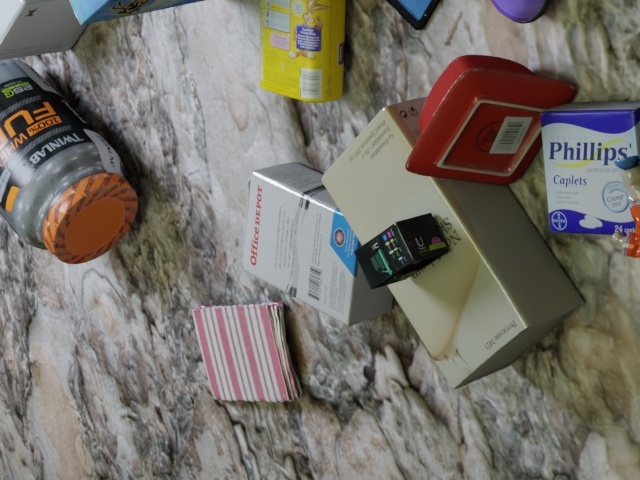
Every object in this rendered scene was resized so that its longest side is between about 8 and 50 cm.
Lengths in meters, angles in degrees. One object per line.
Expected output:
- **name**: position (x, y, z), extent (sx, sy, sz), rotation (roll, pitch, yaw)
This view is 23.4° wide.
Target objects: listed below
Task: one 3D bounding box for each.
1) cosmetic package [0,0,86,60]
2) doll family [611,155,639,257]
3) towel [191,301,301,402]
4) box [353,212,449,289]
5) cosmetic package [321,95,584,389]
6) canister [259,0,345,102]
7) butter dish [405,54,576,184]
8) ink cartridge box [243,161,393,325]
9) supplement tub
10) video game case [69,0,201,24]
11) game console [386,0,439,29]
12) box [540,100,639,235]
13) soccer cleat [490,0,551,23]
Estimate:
- **cosmetic package**: position (-0.443, -0.387, 2.292), extent (0.151, 0.151, 0.184), rotation (-43, 70, 45)
- **doll family**: position (0.428, -0.028, 1.544), extent (0.263, 0.118, 0.163), rotation (-16, 84, 30)
- **towel**: position (-0.106, 0.159, 2.208), extent (0.197, 0.029, 0.144), rotation (-5, 99, 49)
- **box**: position (0.092, 0.012, 1.759), extent (0.083, 0.062, 0.052), rotation (-37, 74, 45)
- **cosmetic package**: position (0.151, -0.002, 1.822), extent (0.309, 0.113, 0.160), rotation (58, 135, 17)
- **canister**: position (-0.023, -0.269, 1.948), extent (0.126, 0.073, 0.170), rotation (21, 118, 40)
- **butter dish**: position (0.177, -0.153, 1.741), extent (0.160, 0.159, 0.118), rotation (-60, 36, 36)
- **ink cartridge box**: position (0.000, 0.000, 1.998), extent (0.203, 0.086, 0.148), rotation (27, 121, 39)
- **supplement tub**: position (-0.426, -0.118, 2.330), extent (0.316, 0.193, 0.194), rotation (43, 130, 28)
- **video game case**: position (-0.149, -0.364, 1.921), extent (0.269, 0.244, 0.061), rotation (-28, 82, 47)
- **game console**: position (0.090, -0.322, 1.816), extent (0.122, 0.107, 0.071), rotation (-58, 32, 39)
- **box**: position (0.309, -0.079, 1.660), extent (0.126, 0.072, 0.137), rotation (3, 104, 45)
- **soccer cleat**: position (0.155, -0.381, 1.692), extent (0.108, 0.116, 0.318), rotation (-26, 83, 47)
